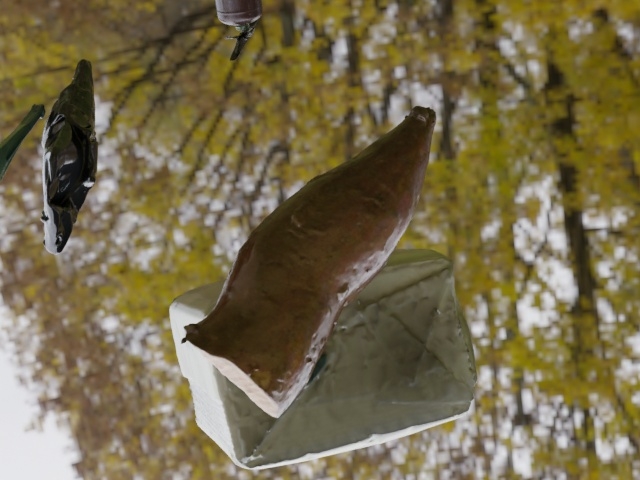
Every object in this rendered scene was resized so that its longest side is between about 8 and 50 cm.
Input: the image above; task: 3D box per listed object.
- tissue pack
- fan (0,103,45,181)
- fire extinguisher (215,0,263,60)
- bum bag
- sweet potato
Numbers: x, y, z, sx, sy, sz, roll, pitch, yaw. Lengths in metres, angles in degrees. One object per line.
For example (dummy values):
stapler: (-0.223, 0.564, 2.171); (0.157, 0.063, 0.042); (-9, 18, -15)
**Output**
tissue pack: (-0.008, 0.130, 1.711); (0.297, 0.207, 0.380); (-12, -179, -13)
fan: (-0.320, -0.104, 1.508); (0.016, 0.038, 0.193); (7, -152, 3)
fire extinguisher: (-0.077, -0.254, 1.336); (0.045, 0.157, 0.078); (3, -154, 25)
bum bag: (-0.273, -0.097, 1.565); (0.060, 0.123, 0.248); (7, -145, -13)
sweet potato: (0.002, 0.002, 1.405); (0.131, 0.131, 0.336); (21, -107, 48)
